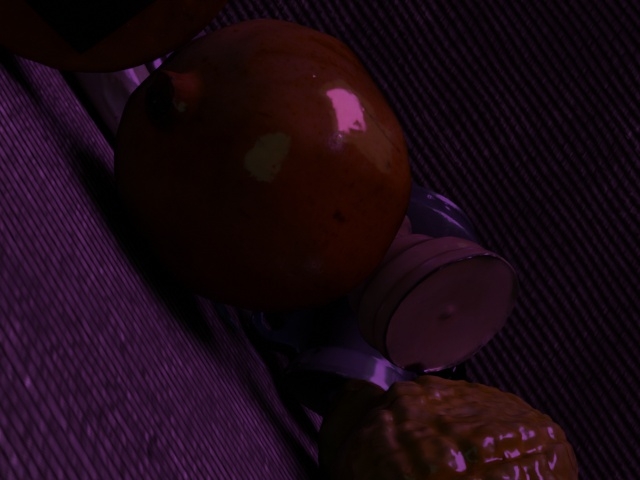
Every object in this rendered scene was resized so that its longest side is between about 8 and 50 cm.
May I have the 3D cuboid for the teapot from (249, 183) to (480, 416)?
[{"bbox_3d":[0.043,0.063,1.838,0.203,0.225,0.171,18,-27,5],"label":"teapot"}]

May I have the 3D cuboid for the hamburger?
[{"bbox_3d":[-0.202,-0.299,1.506,0.291,0.291,0.225,52,10,-43],"label":"hamburger"}]

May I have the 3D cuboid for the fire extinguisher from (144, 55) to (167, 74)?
[{"bbox_3d":[-0.165,-0.123,1.957,0.089,0.072,0.268,-14,-64,46],"label":"fire extinguisher"}]

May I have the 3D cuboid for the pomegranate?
[{"bbox_3d":[-0.055,-0.070,1.568,0.264,0.264,0.264,56,4,-6],"label":"pomegranate"}]

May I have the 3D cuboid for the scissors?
[{"bbox_3d":[-0.076,0.090,1.745,0.083,0.006,0.036,55,3,-15],"label":"scissors"}]

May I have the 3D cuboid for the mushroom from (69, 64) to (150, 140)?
[{"bbox_3d":[-0.241,-0.223,1.777,0.312,0.081,0.100,57,10,-5],"label":"mushroom"}]

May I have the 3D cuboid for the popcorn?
[{"bbox_3d":[0.122,0.215,1.592,0.286,0.225,0.174,-121,-144,-73],"label":"popcorn"}]

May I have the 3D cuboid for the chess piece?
[{"bbox_3d":[0.033,0.003,1.722,0.307,0.139,0.124,36,-7,46],"label":"chess piece"}]

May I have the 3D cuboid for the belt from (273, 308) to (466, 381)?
[{"bbox_3d":[0.051,0.082,2.020,0.289,0.184,0.164,59,-5,29],"label":"belt"}]
